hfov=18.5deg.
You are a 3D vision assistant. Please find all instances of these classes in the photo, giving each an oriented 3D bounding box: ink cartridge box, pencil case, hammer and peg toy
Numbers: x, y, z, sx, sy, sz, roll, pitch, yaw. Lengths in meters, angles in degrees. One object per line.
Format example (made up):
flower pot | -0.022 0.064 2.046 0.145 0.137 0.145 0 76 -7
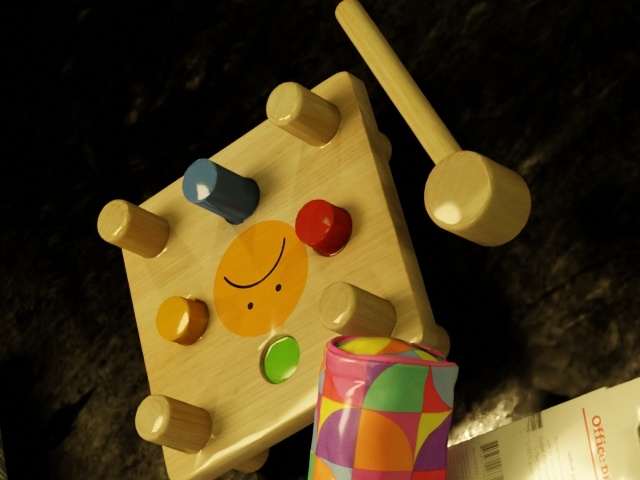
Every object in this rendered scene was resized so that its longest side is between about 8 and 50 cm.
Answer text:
ink cartridge box | 0.175 0.169 1.342 0.180 0.060 0.104 -24 60 31
pencil case | 0.038 0.183 1.358 0.104 0.104 0.236 13 101 41
hammer and peg toy | 0.000 0.000 1.503 0.361 0.127 0.266 -33 54 26

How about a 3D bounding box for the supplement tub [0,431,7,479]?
supplement tub | -0.360 0.219 1.669 0.191 0.191 0.272 -29 58 28
